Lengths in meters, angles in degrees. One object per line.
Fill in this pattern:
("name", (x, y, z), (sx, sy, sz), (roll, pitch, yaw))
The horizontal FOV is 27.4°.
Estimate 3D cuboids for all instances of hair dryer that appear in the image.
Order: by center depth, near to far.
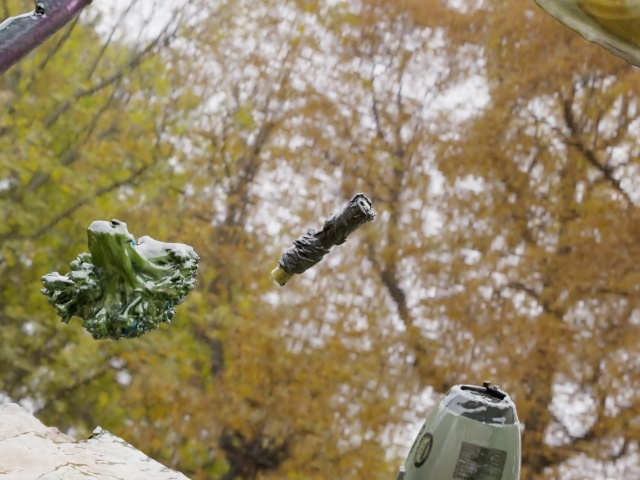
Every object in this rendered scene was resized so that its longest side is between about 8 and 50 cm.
("hair dryer", (0.087, 0.236, 0.873), (0.088, 0.225, 0.219), (12, -61, -6))

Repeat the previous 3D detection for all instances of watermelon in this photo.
("watermelon", (-0.241, 0.254, 1.128), (0.264, 0.151, 0.302), (0, 13, -33))

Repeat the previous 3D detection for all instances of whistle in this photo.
("whistle", (-0.257, -0.157, 1.066), (0.033, 0.176, 0.033), (42, -18, 17))

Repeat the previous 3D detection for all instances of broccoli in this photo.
("broccoli", (-0.232, 0.037, 1.523), (0.167, 0.154, 0.160), (11, -50, 17))

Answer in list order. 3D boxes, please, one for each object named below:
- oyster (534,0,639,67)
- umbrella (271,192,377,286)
("oyster", (0.221, -0.226, 0.902), (0.275, 0.100, 0.271), (9, -55, 52))
("umbrella", (0.000, 0.000, 1.479), (0.144, 0.037, 0.040), (-39, -89, 19))
